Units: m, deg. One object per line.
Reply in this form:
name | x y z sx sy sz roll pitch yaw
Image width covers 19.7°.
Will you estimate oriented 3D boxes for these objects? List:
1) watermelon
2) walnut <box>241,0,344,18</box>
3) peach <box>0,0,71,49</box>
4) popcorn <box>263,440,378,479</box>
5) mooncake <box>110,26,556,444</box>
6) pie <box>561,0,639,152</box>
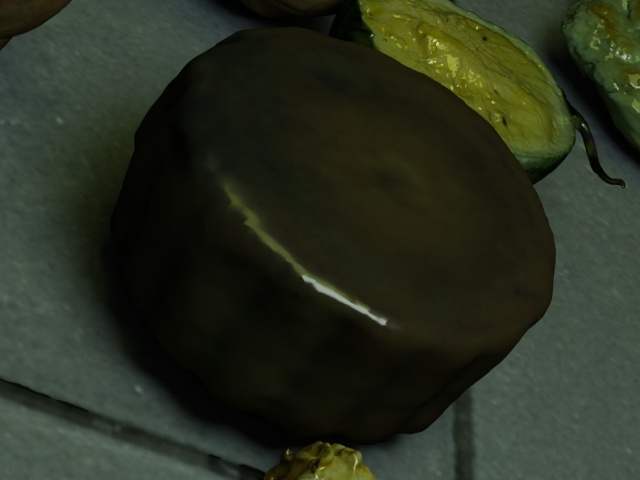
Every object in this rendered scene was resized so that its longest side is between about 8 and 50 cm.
watermelon | 0.094 -0.102 1.444 0.232 0.127 0.204 15 34 -37
walnut | -0.010 -0.294 1.501 0.225 0.225 0.261 44 40 8
peach | -0.259 -0.232 1.199 0.252 0.252 0.252 21 41 -20
popcorn | 0.001 0.166 1.161 0.083 0.057 0.082 7 54 -38
mooncake | 0.000 0.000 1.240 0.290 0.161 0.290 21 40 -19
pie | 0.341 -0.157 1.718 0.257 0.105 0.274 43 38 -9
